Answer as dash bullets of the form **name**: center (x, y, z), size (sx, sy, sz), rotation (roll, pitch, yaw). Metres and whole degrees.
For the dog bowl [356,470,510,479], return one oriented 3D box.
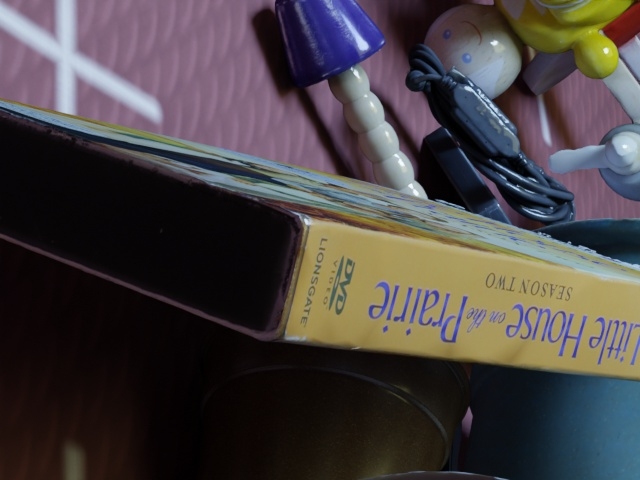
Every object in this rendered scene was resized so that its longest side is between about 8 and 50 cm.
- **dog bowl**: center (0.037, 0.283, 0.898), size (0.102, 0.349, 0.348), rotation (59, 25, -46)

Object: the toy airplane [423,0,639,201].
- **toy airplane**: center (0.206, -0.205, 1.689), size (0.386, 0.272, 0.384), rotation (43, -18, 58)

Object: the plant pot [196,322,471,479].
- **plant pot**: center (-0.004, 0.148, 1.116), size (0.167, 0.167, 0.165), rotation (44, 43, -38)

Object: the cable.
- **cable**: center (0.129, -0.074, 1.500), size (0.184, 0.047, 0.150), rotation (44, 2, -12)

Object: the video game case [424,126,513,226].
- **video game case**: center (0.180, 0.047, 1.571), size (0.274, 0.026, 0.196), rotation (55, 5, -22)

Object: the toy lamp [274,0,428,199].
- **toy lamp**: center (0.048, -0.068, 1.441), size (0.274, 0.080, 0.080), rotation (61, 28, -12)

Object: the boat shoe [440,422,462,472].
- **boat shoe**: center (0.072, 0.145, 1.362), size (0.040, 0.049, 0.142), rotation (35, 44, -46)

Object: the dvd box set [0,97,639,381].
- **dvd box set**: center (0.000, 0.000, 1.044), size (0.420, 0.308, 0.062), rotation (11, 97, -52)

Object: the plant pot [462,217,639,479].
- **plant pot**: center (0.224, 0.215, 1.263), size (0.341, 0.341, 0.334), rotation (42, 56, -41)
